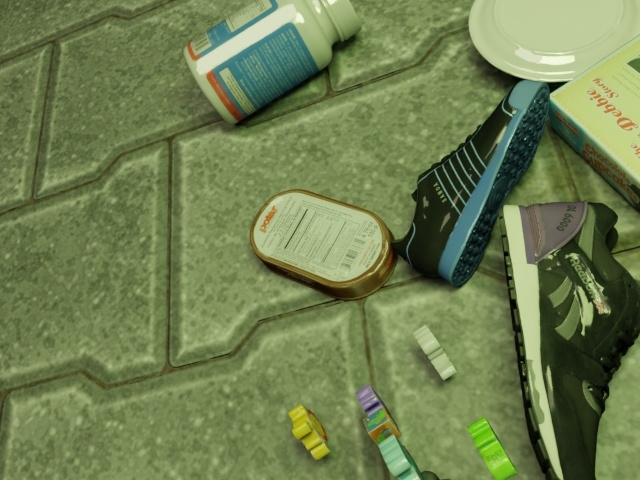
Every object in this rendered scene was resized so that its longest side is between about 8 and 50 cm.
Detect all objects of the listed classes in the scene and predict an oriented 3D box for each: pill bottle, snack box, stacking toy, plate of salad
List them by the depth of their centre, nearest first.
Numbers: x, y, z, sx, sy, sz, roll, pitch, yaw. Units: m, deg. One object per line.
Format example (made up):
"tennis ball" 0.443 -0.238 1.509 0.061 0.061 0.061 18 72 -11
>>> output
"stacking toy" 0.062 0.178 0.601 0.167 0.052 0.221 -34 20 4
"snack box" 0.391 -0.083 0.649 0.187 0.060 0.322 -33 54 3
"plate of salad" 0.277 -0.258 0.808 0.200 0.048 0.200 -5 61 10
"pill bottle" -0.061 -0.263 0.918 0.221 0.124 0.124 -30 55 6

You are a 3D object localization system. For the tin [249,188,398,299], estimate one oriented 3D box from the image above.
"tin" 0.000 0.000 0.798 0.190 0.040 0.106 19 68 32

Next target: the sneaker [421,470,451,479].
"sneaker" 0.018 0.314 0.575 0.135 0.097 0.276 19 74 29

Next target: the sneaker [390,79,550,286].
"sneaker" 0.155 -0.071 0.720 0.090 0.081 0.232 27 89 33

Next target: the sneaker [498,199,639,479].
"sneaker" 0.236 0.082 0.606 0.124 0.107 0.283 -7 60 14
